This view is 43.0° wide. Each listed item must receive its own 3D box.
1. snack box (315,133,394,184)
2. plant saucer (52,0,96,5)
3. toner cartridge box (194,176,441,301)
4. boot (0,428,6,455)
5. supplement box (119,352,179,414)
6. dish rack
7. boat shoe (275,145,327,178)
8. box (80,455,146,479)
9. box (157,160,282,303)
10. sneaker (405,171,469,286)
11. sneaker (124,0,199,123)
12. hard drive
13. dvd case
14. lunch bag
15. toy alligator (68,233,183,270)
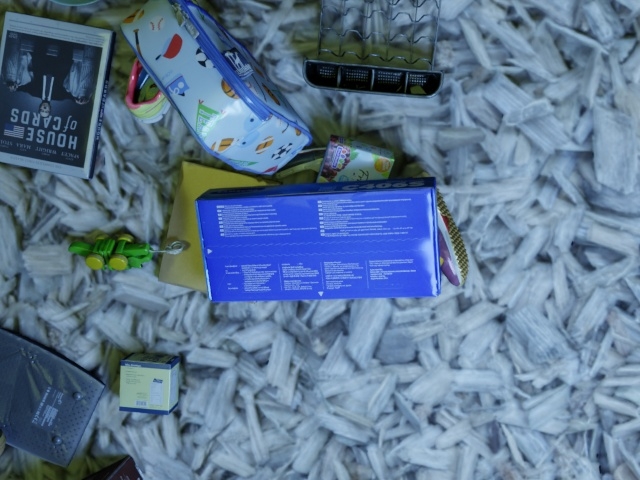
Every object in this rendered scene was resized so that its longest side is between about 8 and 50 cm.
[{"bbox_3d":[0.043,-0.079,1.232,0.100,0.037,0.141,14,117,-6],"label":"snack box"},{"bbox_3d":[-0.378,-0.461,1.266,0.195,0.037,0.194,1,95,6],"label":"plant saucer"},{"bbox_3d":[0.000,0.000,1.199,0.348,0.075,0.165,-2,106,11],"label":"toner cartridge box"},{"bbox_3d":[-0.572,0.447,1.320,0.236,0.089,0.269,-14,106,12],"label":"boot"},{"bbox_3d":[-0.275,0.230,1.306,0.083,0.056,0.083,4,95,5],"label":"supplement box"},{"bbox_3d":[0.090,-0.352,1.215,0.208,0.074,0.271,6,95,4],"label":"dish rack"},{"bbox_3d":[-0.007,-0.124,1.256,0.137,0.049,0.043,-6,98,8],"label":"boat shoe"},{"bbox_3d":[-0.369,0.478,1.281,0.203,0.167,0.168,-28,93,7],"label":"box"},{"bbox_3d":[-0.161,-0.013,1.293,0.165,0.021,0.201,13,96,4],"label":"box"},{"bbox_3d":[0.163,-0.009,1.248,0.084,0.069,0.185,-21,93,24],"label":"sneaker"},{"bbox_3d":[-0.239,-0.278,1.241,0.082,0.094,0.208,23,95,4],"label":"sneaker"},{"bbox_3d":[-0.488,0.243,1.328,0.255,0.054,0.172,26,96,3],"label":"hard drive"},{"bbox_3d":[-0.432,-0.230,1.295,0.179,0.029,0.238,11,95,5],"label":"dvd case"},{"bbox_3d":[-0.139,-0.220,1.124,0.115,0.303,0.243,-37,75,8],"label":"lunch bag"},{"bbox_3d":[-0.307,0.026,1.295,0.190,0.056,0.051,1,135,7],"label":"toy alligator"}]
